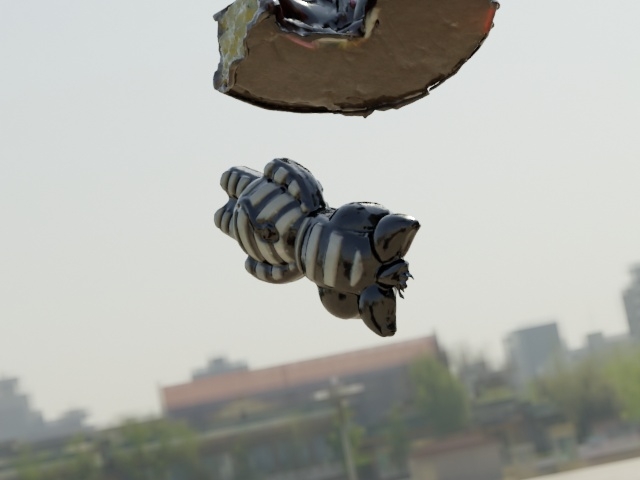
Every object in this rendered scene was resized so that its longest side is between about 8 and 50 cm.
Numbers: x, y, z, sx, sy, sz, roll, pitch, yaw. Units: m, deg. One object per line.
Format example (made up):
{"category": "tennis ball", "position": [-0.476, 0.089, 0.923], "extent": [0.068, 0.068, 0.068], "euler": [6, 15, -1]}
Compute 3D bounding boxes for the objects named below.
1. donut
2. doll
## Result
{"category": "donut", "position": [0.045, -0.256, 1.878], "extent": [0.259, 0.136, 0.345], "euler": [4, -34, -11]}
{"category": "doll", "position": [0.000, 0.000, 1.370], "extent": [0.067, 0.091, 0.219], "euler": [2, 16, -39]}
